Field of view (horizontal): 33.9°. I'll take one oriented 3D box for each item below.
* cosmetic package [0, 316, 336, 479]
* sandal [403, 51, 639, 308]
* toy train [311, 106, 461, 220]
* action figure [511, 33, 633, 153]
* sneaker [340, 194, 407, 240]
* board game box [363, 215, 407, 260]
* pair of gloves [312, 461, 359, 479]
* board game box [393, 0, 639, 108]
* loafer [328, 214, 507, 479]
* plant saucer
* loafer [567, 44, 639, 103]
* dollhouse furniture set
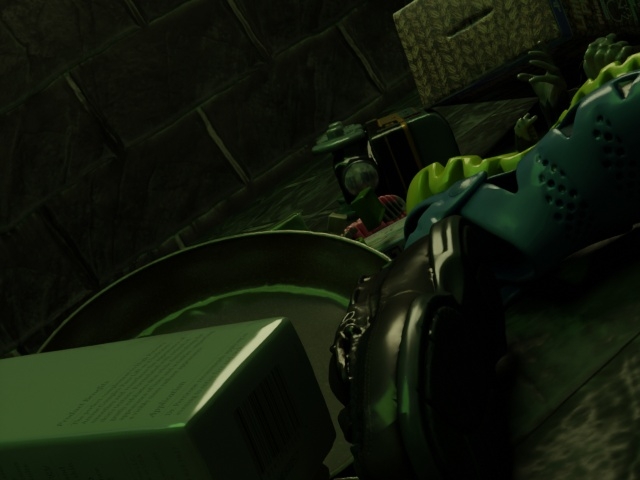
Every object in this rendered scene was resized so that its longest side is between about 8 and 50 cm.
[{"bbox_3d":[-0.123,0.114,0.569,0.231,0.085,0.117,-12,17,29],"label":"cosmetic package"},{"bbox_3d":[0.173,-0.023,0.764,0.317,0.126,0.138,-32,18,44],"label":"sandal"},{"bbox_3d":[0.097,-0.120,1.519,0.190,0.142,0.334,-20,8,5],"label":"toy train"},{"bbox_3d":[0.242,-0.117,0.930,0.276,0.141,0.164,-34,20,-17],"label":"action figure"},{"bbox_3d":[0.061,-0.015,1.342,0.119,0.047,0.057,-36,-2,-26],"label":"sneaker"},{"bbox_3d":[0.076,0.009,1.188,0.154,0.026,0.103,-29,10,25],"label":"board game box"},{"bbox_3d":[-0.073,0.175,0.532,0.240,0.042,0.204,1,30,38],"label":"pair of gloves"},{"bbox_3d":[0.290,-0.295,1.432,0.291,0.141,0.232,-12,-8,-45],"label":"board game box"},{"bbox_3d":[0.050,0.074,0.605,0.095,0.109,0.302,-22,13,18],"label":"loafer"},{"bbox_3d":[-0.070,0.101,0.764,0.311,0.050,0.310,-11,35,8],"label":"plant saucer"},{"bbox_3d":[0.331,-0.182,1.156,0.220,0.078,0.080,-37,10,-25],"label":"loafer"},{"bbox_3d":[0.000,0.000,1.160,0.152,0.076,0.058,-29,9,18],"label":"dollhouse furniture set"}]
